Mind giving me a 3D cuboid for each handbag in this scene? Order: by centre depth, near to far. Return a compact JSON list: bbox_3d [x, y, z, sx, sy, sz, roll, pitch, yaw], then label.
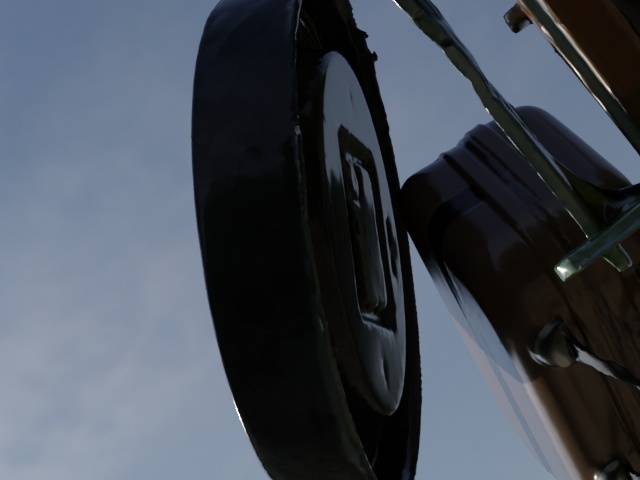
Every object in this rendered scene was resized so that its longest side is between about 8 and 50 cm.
[{"bbox_3d":[0.201,0.071,1.203,0.149,0.283,0.302,-31,-60,-8],"label":"handbag"}]

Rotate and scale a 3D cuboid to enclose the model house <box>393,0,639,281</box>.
[{"bbox_3d":[0.144,-0.187,0.748,0.300,0.323,0.340,-38,-7,11],"label":"model house"}]

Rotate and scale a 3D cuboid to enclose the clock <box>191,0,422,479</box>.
[{"bbox_3d":[0.000,0.000,1.151,0.386,0.076,0.386,-8,-90,-78],"label":"clock"}]
